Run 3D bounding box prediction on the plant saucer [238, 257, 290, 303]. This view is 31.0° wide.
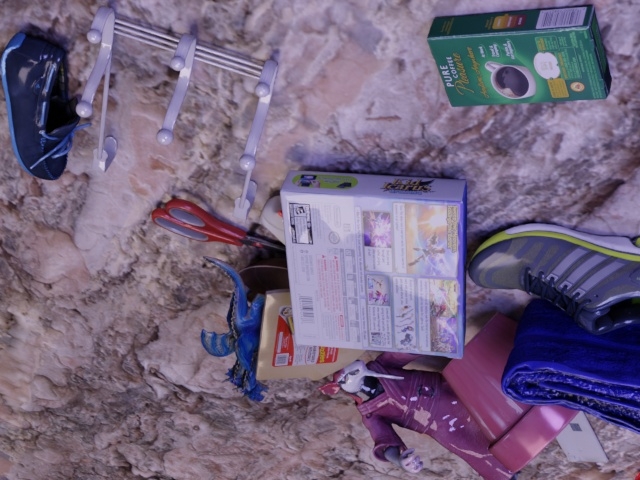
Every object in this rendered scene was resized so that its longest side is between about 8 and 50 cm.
[{"bbox_3d":[-0.036,0.078,1.825,0.199,0.036,0.198,14,152,8],"label":"plant saucer"}]

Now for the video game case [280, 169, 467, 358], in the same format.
[{"bbox_3d":[0.079,0.035,1.596,0.244,0.061,0.269,4,126,12],"label":"video game case"}]

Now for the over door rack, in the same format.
[{"bbox_3d":[-0.191,-0.143,1.520,0.240,0.108,0.324,19,148,1],"label":"over door rack"}]

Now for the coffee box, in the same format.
[{"bbox_3d":[0.220,-0.203,1.283,0.184,0.040,0.113,-1,142,27],"label":"coffee box"}]

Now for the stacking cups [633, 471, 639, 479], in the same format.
[{"bbox_3d":[0.697,0.498,2.035,0.316,0.096,0.096,25,147,-10],"label":"stacking cups"}]

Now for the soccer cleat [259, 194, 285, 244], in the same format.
[{"bbox_3d":[0.000,0.000,1.681,0.196,0.068,0.076,34,151,-11],"label":"soccer cleat"}]

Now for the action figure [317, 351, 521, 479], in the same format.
[{"bbox_3d":[0.176,0.253,1.900,0.370,0.248,0.276,17,174,2],"label":"action figure"}]

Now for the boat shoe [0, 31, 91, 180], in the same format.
[{"bbox_3d":[-0.373,-0.166,1.581,0.089,0.109,0.258,11,149,6],"label":"boat shoe"}]

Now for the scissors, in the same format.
[{"bbox_3d":[-0.114,0.001,1.781,0.297,0.021,0.109,20,154,-13],"label":"scissors"}]

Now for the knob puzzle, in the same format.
[{"bbox_3d":[0.001,0.135,1.777,0.213,0.030,0.213,-8,127,-11],"label":"knob puzzle"}]

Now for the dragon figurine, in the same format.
[{"bbox_3d":[-0.126,0.147,1.794,0.085,0.144,0.289,23,160,28],"label":"dragon figurine"}]

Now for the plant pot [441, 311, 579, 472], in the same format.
[{"bbox_3d":[0.288,0.213,1.720,0.180,0.201,0.201,43,149,10],"label":"plant pot"}]

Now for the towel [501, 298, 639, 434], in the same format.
[{"bbox_3d":[0.371,0.152,1.544,0.228,0.308,0.076,14,107,11],"label":"towel"}]

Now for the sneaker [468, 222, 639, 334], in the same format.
[{"bbox_3d":[0.340,0.056,1.533,0.300,0.121,0.111,3,143,22],"label":"sneaker"}]

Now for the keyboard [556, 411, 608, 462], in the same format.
[{"bbox_3d":[0.429,0.319,1.985,0.072,0.014,0.256,-7,140,27],"label":"keyboard"}]
